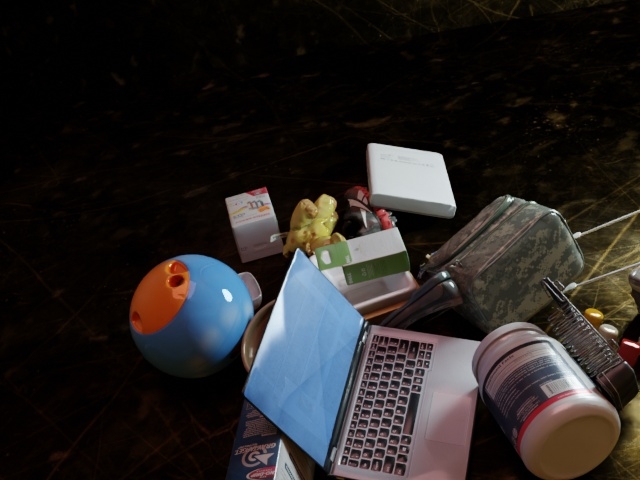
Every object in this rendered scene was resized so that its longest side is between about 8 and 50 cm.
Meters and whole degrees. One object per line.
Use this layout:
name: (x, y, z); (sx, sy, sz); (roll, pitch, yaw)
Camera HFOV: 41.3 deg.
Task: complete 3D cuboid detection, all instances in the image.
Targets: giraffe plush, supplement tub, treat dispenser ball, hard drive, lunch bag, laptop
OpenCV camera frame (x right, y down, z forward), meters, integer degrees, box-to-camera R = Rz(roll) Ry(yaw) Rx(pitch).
giraffe plush: (0.000, 0.000, 2.268); (0.210, 0.181, 0.170); (-33, 51, -26)
supplement tub: (0.419, 0.299, 1.613); (0.191, 0.191, 0.272); (-18, 33, -6)
treat dispenser ball: (-0.300, 0.176, 1.984); (0.288, 0.288, 0.288); (-10, 33, 7)
hard drive: (0.252, -0.178, 2.443); (0.233, 0.047, 0.353); (8, 28, -3)
lunch bag: (0.400, 0.047, 1.957); (0.305, 0.212, 0.256); (-42, 27, -8)
laptop: (0.107, 0.251, 1.662); (0.408, 0.236, 0.381); (8, 46, 12)

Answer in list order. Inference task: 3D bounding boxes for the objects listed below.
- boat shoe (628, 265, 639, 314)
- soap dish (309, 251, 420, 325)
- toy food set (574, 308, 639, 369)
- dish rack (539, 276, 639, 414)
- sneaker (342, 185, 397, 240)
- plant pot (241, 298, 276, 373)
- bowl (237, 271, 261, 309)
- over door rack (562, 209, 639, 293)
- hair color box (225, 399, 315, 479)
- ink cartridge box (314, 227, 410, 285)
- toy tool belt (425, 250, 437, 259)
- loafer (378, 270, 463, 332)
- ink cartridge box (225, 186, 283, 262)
boat shoe: (0.802, 0.150, 1.754); (0.132, 0.130, 0.355); (-25, 29, -22)
soap dish: (0.105, 0.119, 2.073); (0.229, 0.118, 0.291); (-19, 33, -7)
toy food set: (0.639, 0.237, 1.743); (0.232, 0.104, 0.111); (19, 29, 15)
dish rack: (0.508, 0.195, 1.645); (0.074, 0.208, 0.271); (-38, 59, 4)
sneaker: (0.108, -0.067, 2.370); (0.135, 0.097, 0.276); (-19, 34, -12)
plant pot: (-0.050, 0.247, 1.914); (0.238, 0.109, 0.237); (-9, 56, 14)
bowl: (-0.225, 0.153, 2.208); (0.142, 0.053, 0.142); (-21, 34, -10)
over door rack: (0.718, 0.025, 2.012); (0.324, 0.108, 0.239); (-14, 30, 28)
hair color box: (-0.089, 0.426, 1.623); (0.105, 0.173, 0.347); (-14, 31, 15)
ink cartridge box: (0.098, 0.044, 2.021); (0.209, 0.062, 0.109); (-14, 32, 1)
toy tool belt: (0.316, 0.037, 2.179); (0.083, 0.052, 0.051); (-24, 42, -16)
loafer: (0.208, 0.176, 1.883); (0.096, 0.267, 0.084); (-16, 64, -50)
ink cartridge box: (-0.188, -0.045, 2.423); (0.128, 0.127, 0.176); (-16, 34, -4)
